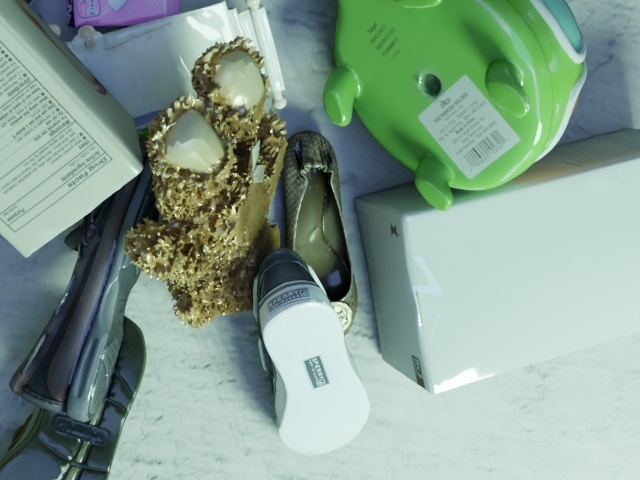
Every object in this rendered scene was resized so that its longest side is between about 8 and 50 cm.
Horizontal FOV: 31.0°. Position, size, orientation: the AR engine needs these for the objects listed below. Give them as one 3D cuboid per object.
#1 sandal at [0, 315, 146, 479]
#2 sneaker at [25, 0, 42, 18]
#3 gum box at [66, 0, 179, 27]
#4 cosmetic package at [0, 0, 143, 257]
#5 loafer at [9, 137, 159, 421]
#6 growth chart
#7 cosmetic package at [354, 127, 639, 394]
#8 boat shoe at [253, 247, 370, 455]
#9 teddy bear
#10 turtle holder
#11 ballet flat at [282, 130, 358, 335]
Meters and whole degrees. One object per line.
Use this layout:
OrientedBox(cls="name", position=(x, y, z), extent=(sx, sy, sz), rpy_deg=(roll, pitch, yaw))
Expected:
OrientedBox(cls="sandal", position=(-0.276, 0.220, 1.241), extent=(0.120, 0.086, 0.302), rpy_deg=(31, 75, -17))
OrientedBox(cls="sneaker", position=(-0.336, -0.303, 1.117), extent=(0.132, 0.086, 0.228), rpy_deg=(-26, 119, -18))
OrientedBox(cls="gum box", position=(-0.202, -0.311, 1.164), extent=(0.107, 0.062, 0.188), rpy_deg=(-4, 102, -19))
OrientedBox(cls="cosmetic package", position=(-0.316, -0.149, 1.059), extent=(0.153, 0.129, 0.296), rpy_deg=(-35, 120, 8))
OrientedBox(cls="loafer", position=(-0.237, 0.029, 1.185), extent=(0.095, 0.109, 0.302), rpy_deg=(14, 80, 3))
OrientedBox(cls="growth chart", position=(-0.152, -0.171, 1.196), extent=(0.237, 0.021, 0.172), rpy_deg=(-14, 134, -12))
OrientedBox(cls="cosmetic package", position=(0.252, 0.014, 1.344), extent=(0.385, 0.156, 0.217), rpy_deg=(-12, 104, -16))
OrientedBox(cls="boat shoe", position=(-0.019, 0.127, 1.277), extent=(0.108, 0.102, 0.301), rpy_deg=(-18, 138, -2))
OrientedBox(cls="teddy bear", position=(-0.115, -0.053, 1.158), extent=(0.113, 0.338, 0.245), rpy_deg=(15, 73, 11))
OrientedBox(cls="turtle holder", position=(0.133, -0.210, 1.233), extent=(0.227, 0.320, 0.243), rpy_deg=(-39, 149, -41))
OrientedBox(cls="ballet flat", position=(0.000, 0.000, 1.301), extent=(0.084, 0.058, 0.250), rpy_deg=(-9, 104, -17))
